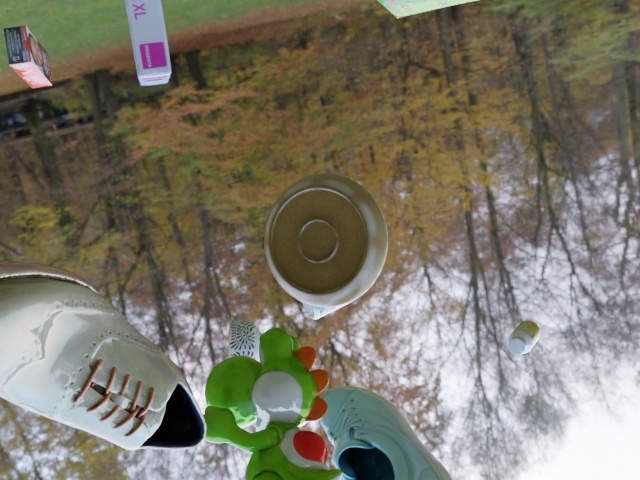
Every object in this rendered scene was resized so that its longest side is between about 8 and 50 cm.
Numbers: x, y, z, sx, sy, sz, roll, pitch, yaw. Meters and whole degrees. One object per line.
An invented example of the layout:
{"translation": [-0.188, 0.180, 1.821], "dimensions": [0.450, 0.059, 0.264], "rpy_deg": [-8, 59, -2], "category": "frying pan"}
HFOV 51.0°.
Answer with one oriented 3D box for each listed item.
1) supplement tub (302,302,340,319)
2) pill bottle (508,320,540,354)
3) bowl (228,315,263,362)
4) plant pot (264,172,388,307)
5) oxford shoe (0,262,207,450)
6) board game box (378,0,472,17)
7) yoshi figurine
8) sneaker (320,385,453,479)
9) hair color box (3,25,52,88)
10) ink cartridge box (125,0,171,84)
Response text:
{"translation": [0.017, 0.127, 1.518], "dimensions": [0.107, 0.071, 0.071], "rpy_deg": [-25, -161, -20], "category": "supplement tub"}
{"translation": [0.363, 0.176, 1.201], "dimensions": [0.043, 0.043, 0.083], "rpy_deg": [-2, -168, 33], "category": "pill bottle"}
{"translation": [-0.171, 0.264, 1.612], "dimensions": [0.080, 0.170, 0.170], "rpy_deg": [-2, -164, 0], "category": "bowl"}
{"translation": [0.000, 0.000, 1.164], "dimensions": [0.236, 0.236, 0.032], "rpy_deg": [-6, 178, 23], "category": "plant pot"}
{"translation": [-0.233, 0.139, 0.716], "dimensions": [0.146, 0.397, 0.140], "rpy_deg": [29, -101, 25], "category": "oxford shoe"}
{"translation": [0.153, -0.389, 1.000], "dimensions": [0.092, 0.043, 0.181], "rpy_deg": [29, 170, -35], "category": "board game box"}
{"translation": [-0.093, 0.317, 1.011], "dimensions": [0.202, 0.362, 0.203], "rpy_deg": [5, 148, -15], "category": "yoshi figurine"}
{"translation": [0.074, 0.342, 1.139], "dimensions": [0.150, 0.135, 0.366], "rpy_deg": [27, 180, -34], "category": "sneaker"}
{"translation": [-0.553, -0.346, 1.273], "dimensions": [0.043, 0.072, 0.141], "rpy_deg": [-10, 178, -7], "category": "hair color box"}
{"translation": [-0.304, -0.370, 1.170], "dimensions": [0.065, 0.186, 0.311], "rpy_deg": [-10, -168, -14], "category": "ink cartridge box"}
